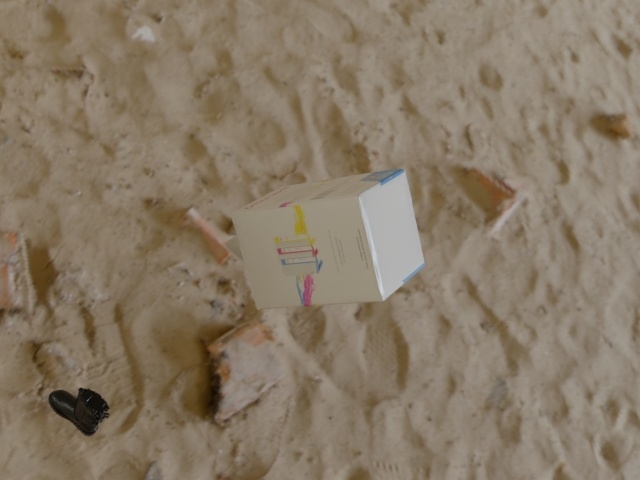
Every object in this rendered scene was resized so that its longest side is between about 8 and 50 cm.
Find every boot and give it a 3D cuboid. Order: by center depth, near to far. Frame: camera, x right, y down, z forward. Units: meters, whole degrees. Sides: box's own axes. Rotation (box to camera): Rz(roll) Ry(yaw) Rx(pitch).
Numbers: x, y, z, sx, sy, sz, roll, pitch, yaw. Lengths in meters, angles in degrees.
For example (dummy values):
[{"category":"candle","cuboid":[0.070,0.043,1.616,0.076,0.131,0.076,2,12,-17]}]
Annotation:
[{"category":"boot","cuboid":[-0.443,0.300,1.658,0.121,0.099,0.045,41,48,8]}]

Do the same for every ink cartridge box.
[{"category":"ink cartridge box","cuboid":[0.000,0.000,0.772,0.092,0.143,0.089,-32,112,-55]}]
